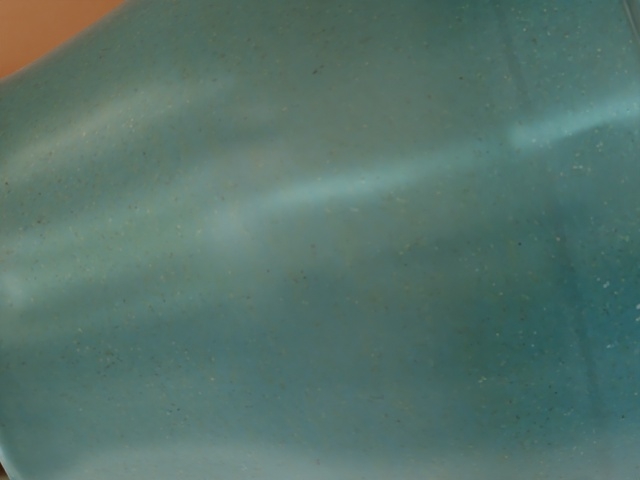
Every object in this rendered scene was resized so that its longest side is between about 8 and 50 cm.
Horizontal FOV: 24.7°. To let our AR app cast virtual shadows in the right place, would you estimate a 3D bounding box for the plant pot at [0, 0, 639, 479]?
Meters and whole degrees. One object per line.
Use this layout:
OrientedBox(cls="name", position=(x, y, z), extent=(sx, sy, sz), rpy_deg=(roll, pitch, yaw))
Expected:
OrientedBox(cls="plant pot", position=(0.000, 0.000, 0.572), extent=(0.255, 0.271, 0.271), rpy_deg=(-15, 149, 3))
